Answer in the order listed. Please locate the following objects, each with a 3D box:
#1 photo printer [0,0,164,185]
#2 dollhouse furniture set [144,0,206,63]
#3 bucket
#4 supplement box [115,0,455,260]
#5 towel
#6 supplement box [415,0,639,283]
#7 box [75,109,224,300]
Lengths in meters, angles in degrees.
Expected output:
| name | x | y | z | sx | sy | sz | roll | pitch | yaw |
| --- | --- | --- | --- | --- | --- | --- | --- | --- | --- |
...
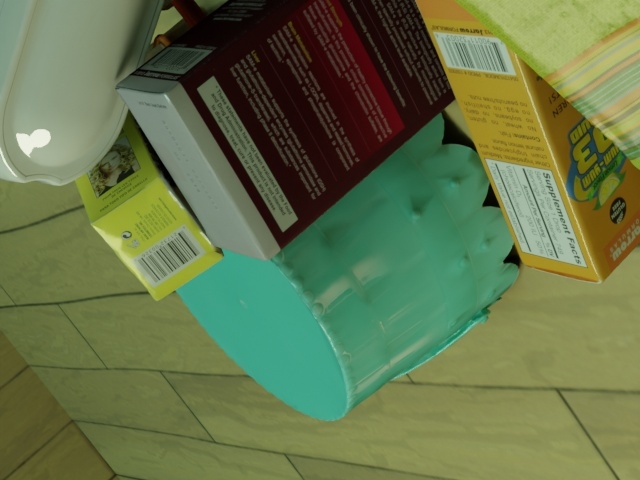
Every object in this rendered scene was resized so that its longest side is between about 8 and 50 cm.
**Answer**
| name | x | y | z | sx | sy | sz | roll | pitch | yaw |
| --- | --- | --- | --- | --- | --- | --- | --- | --- | --- |
| photo printer | -0.192 | -0.202 | 0.905 | 0.256 | 0.107 | 0.307 | 37 | 114 | 43 |
| dollhouse furniture set | -0.140 | -0.225 | 1.107 | 0.259 | 0.135 | 0.262 | 51 | 175 | -14 |
| bucket | 0.000 | 0.000 | 1.149 | 0.281 | 0.183 | 0.281 | 40 | 155 | 23 |
| supplement box | 0.004 | -0.113 | 0.894 | 0.073 | 0.239 | 0.130 | 15 | 141 | 56 |
| towel | 0.137 | -0.132 | 0.780 | 0.237 | 0.021 | 0.102 | 38 | 135 | -18 |
| supplement box | 0.142 | -0.085 | 0.903 | 0.080 | 0.078 | 0.233 | 17 | 142 | 46 |
| box | -0.139 | -0.061 | 0.987 | 0.087 | 0.058 | 0.232 | 54 | -178 | -40 |
